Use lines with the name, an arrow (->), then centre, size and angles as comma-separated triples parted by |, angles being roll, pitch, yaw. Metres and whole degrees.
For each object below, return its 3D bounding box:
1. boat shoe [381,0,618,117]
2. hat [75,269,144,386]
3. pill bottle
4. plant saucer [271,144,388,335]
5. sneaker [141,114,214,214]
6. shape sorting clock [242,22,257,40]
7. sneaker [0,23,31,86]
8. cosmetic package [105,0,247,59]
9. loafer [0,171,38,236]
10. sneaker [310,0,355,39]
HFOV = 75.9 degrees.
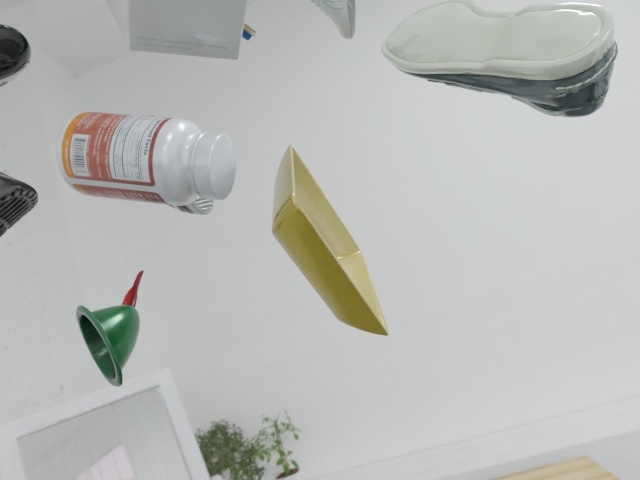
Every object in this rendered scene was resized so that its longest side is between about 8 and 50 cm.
boat shoe -> 0.195, -0.221, 0.509 | 0.116, 0.319, 0.099 | -50, -50, 0
hat -> -0.396, 0.173, 0.884 | 0.183, 0.209, 0.173 | -27, 2, -43
pill bottle -> -0.237, -0.113, 0.580 | 0.215, 0.121, 0.121 | 7, -4, 8
plant saucer -> 0.000, 0.000, 0.833 | 0.080, 0.333, 0.333 | -29, 26, 10
sneaker -> -0.419, -0.185, 1.098 | 0.127, 0.126, 0.321 | 4, -38, 24
shape sorting clock -> -0.252, -0.579, 1.041 | 0.040, 0.206, 0.206 | -54, -21, 20
sneaker -> -0.541, -0.275, 0.557 | 0.124, 0.107, 0.283 | -25, 6, 42
cosmetic package -> -0.289, -0.488, 0.749 | 0.196, 0.366, 0.155 | -8, -41, -31
loafer -> -0.286, -0.044, 0.307 | 0.080, 0.078, 0.220 | -53, 13, -21
sneaker -> 0.009, -0.352, 0.576 | 0.061, 0.054, 0.152 | -5, -33, 24
